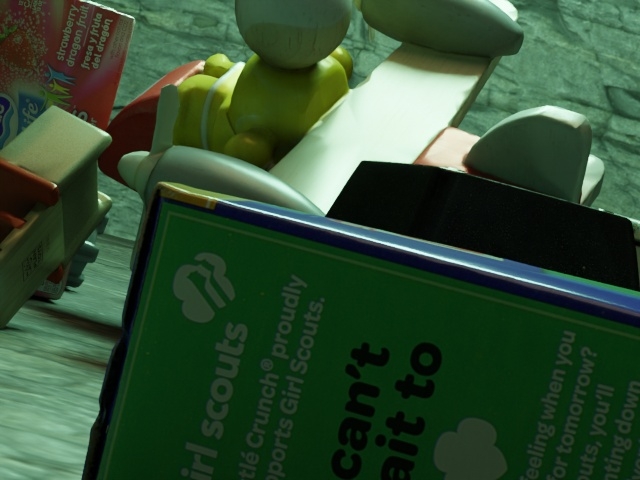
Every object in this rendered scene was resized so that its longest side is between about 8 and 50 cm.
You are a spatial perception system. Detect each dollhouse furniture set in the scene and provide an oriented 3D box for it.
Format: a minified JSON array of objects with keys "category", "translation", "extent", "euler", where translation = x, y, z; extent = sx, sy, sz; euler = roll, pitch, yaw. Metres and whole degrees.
[{"category":"dollhouse furniture set","translation":[-0.285,-0.063,0.927],"extent":[0.259,0.135,0.262],"euler":[27,-38,13]}]

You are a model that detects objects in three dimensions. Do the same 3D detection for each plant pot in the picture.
[{"category":"plant pot","translation":[0.079,0.047,0.794],"extent":[0.188,0.167,0.187],"euler":[13,0,-20]}]

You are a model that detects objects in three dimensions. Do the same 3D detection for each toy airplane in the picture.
[{"category":"toy airplane","translation":[0.022,-0.086,1.017],"extent":[0.384,0.272,0.386],"euler":[-19,27,-6]}]

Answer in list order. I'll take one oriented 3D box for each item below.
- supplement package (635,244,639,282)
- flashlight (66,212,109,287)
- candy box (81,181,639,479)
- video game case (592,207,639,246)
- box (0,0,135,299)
[{"category":"supplement package","translation":[0.218,0.071,1.365],"extent":[0.175,0.177,0.293],"euler":[17,1,-14]},{"category":"flashlight","translation":[-0.363,-0.026,1.264],"extent":[0.304,0.103,0.103],"euler":[19,-12,-25]},{"category":"candy box","translation":[0.108,0.078,0.521],"extent":[0.317,0.122,0.268],"euler":[13,0,12]},{"category":"video game case","translation":[0.334,0.006,1.262],"extent":[0.143,0.019,0.157],"euler":[19,2,26]},{"category":"box","translation":[-0.264,-0.089,1.176],"extent":[0.123,0.256,0.128],"euler":[15,0,-25]}]
